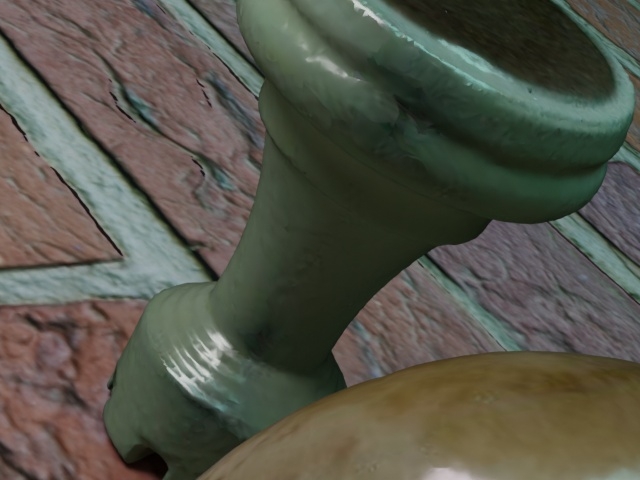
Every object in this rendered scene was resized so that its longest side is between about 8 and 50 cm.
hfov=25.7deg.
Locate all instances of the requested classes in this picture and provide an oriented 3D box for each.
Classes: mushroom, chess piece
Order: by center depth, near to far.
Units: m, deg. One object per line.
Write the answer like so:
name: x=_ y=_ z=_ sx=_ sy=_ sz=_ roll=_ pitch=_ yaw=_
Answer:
mushroom: x=0.073 y=0.195 z=0.526 sx=0.292 sy=0.292 sz=0.290 roll=8 pitch=52 yaw=-38
chess piece: x=0.000 y=0.000 z=0.709 sx=0.194 sy=0.299 sz=0.194 roll=25 pitch=29 yaw=-14
